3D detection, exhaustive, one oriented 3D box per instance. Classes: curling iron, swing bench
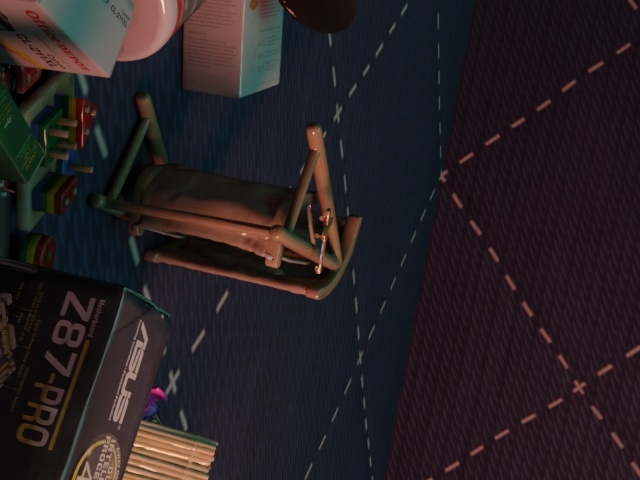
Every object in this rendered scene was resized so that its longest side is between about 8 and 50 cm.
[{"bbox_3d":[-0.313,-0.064,0.983,0.068,0.035,0.274,-24,122,-67],"label":"curling iron"},{"bbox_3d":[-0.108,-0.036,1.252,0.255,0.253,0.165,64,41,-59],"label":"swing bench"}]

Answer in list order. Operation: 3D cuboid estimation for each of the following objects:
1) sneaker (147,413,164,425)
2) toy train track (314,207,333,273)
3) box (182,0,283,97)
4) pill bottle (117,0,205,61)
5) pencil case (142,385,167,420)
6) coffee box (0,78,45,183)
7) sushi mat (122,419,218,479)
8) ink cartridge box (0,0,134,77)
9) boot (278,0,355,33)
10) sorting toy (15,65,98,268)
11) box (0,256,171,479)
[{"bbox_3d":[-0.284,0.163,1.140,0.228,0.130,0.087,62,39,-18],"label":"sneaker"},{"bbox_3d":[0.000,0.000,1.172,0.048,0.014,0.083,-56,157,-62],"label":"toy train track"},{"bbox_3d":[-0.117,-0.291,1.335,0.130,0.091,0.171,-37,135,-62],"label":"box"},{"bbox_3d":[-0.168,-0.330,1.060,0.283,0.161,0.161,-60,154,-43],"label":"pill bottle"},{"bbox_3d":[-0.276,0.208,1.007,0.236,0.104,0.104,-41,147,-16],"label":"pencil case"},{"bbox_3d":[-0.318,-0.124,0.823,0.184,0.113,0.040,72,31,-52],"label":"coffee box"},{"bbox_3d":[-0.262,0.225,0.944,0.019,0.316,0.151,152,-45,-66],"label":"sushi mat"},{"bbox_3d":[-0.266,-0.205,0.826,0.127,0.175,0.072,51,52,-66],"label":"ink cartridge box"},{"bbox_3d":[-0.029,-0.421,1.316,0.263,0.091,0.229,48,31,-19],"label":"boot"},{"bbox_3d":[-0.265,-0.102,1.010,0.132,0.046,0.275,-75,174,-60],"label":"sorting toy"},{"bbox_3d":[-0.315,0.193,0.688,0.097,0.318,0.395,50,53,-65],"label":"box"}]
